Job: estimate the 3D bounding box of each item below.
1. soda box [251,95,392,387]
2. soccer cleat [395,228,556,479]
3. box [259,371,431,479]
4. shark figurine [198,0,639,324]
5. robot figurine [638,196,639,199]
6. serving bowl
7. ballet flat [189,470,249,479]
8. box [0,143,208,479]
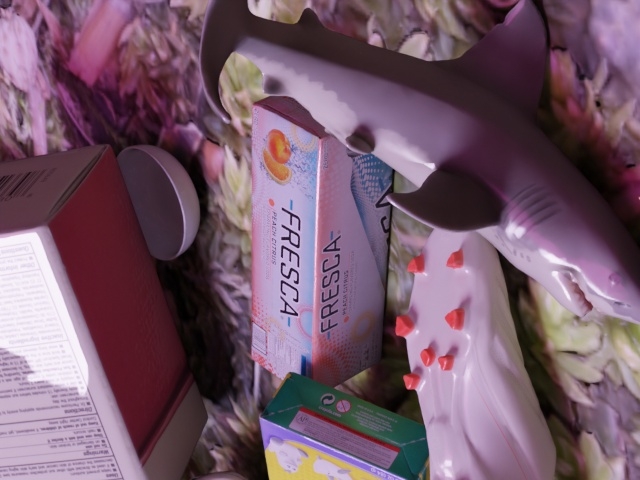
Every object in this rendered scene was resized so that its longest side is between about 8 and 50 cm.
[{"bbox_3d":[0.000,0.000,0.863,0.058,0.063,0.183,31,133,36],"label":"soda box"},{"bbox_3d":[0.089,0.085,0.803,0.068,0.076,0.196,-10,82,57],"label":"soccer cleat"},{"bbox_3d":[0.022,0.163,0.899,0.105,0.043,0.179,20,145,21],"label":"box"},{"bbox_3d":[0.052,-0.076,0.698,0.116,0.278,0.166,-54,24,11],"label":"shark figurine"},{"bbox_3d":[0.227,0.065,0.589,0.211,0.085,0.291,-18,95,54],"label":"robot figurine"},{"bbox_3d":[-0.109,-0.029,1.017,0.083,0.027,0.083,30,133,39],"label":"serving bowl"},{"bbox_3d":[0.009,0.318,0.963,0.400,0.139,0.139,53,143,21],"label":"ballet flat"},{"bbox_3d":[-0.190,0.070,1.007,0.149,0.127,0.232,-8,116,18],"label":"box"}]
